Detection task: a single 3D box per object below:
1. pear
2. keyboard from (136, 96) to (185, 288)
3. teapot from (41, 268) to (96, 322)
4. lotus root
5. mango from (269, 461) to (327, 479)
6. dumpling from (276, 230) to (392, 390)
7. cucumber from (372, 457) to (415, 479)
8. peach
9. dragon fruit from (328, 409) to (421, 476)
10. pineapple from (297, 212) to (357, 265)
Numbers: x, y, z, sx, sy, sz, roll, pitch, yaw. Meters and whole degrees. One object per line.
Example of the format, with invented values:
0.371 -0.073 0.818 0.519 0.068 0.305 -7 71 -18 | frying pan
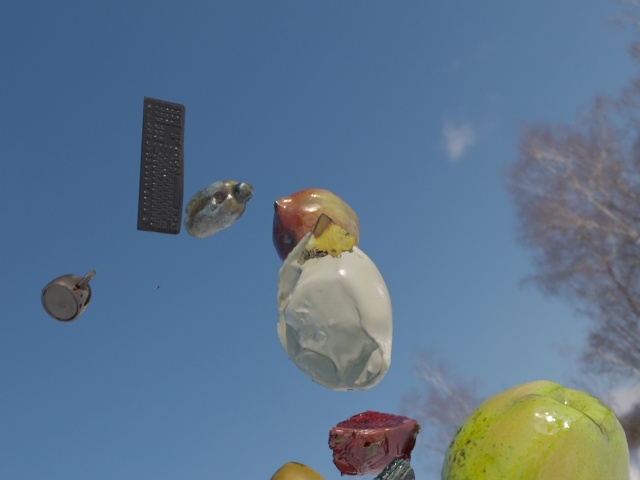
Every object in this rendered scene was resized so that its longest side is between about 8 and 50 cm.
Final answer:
0.438 0.460 1.819 0.391 0.391 0.391 -33 -31 -23 | pear
-0.321 -0.096 1.809 0.103 0.041 0.381 8 -97 -33 | keyboard
-0.417 0.087 1.531 0.121 0.076 0.068 -42 5 27 | teapot
-0.215 -0.072 1.929 0.192 0.113 0.088 -27 -47 32 | lotus root
-0.034 0.600 1.788 0.173 0.211 0.317 3 -96 -55 | mango
0.024 0.183 2.157 0.233 0.395 0.315 -3 -31 -50 | dumpling
0.089 0.431 1.484 0.187 0.058 0.058 -42 -24 -40 | cucumber
-0.026 -0.026 2.335 0.256 0.232 0.232 27 -72 -27 | peach
0.095 0.388 1.679 0.161 0.127 0.121 -1 -86 -54 | dragon fruit
0.000 0.000 1.658 0.114 0.114 0.077 -45 -38 -18 | pineapple
